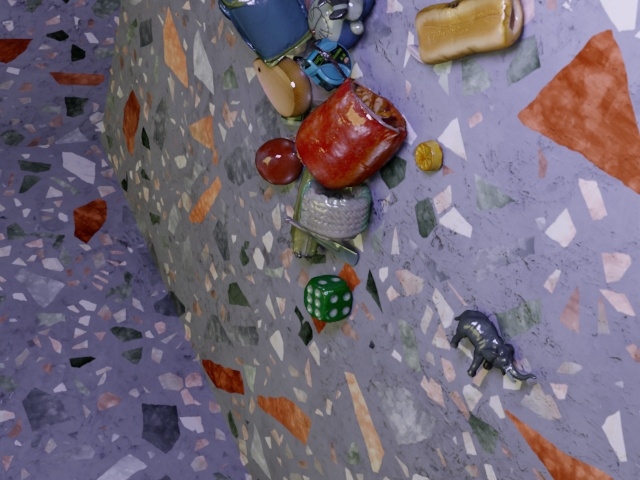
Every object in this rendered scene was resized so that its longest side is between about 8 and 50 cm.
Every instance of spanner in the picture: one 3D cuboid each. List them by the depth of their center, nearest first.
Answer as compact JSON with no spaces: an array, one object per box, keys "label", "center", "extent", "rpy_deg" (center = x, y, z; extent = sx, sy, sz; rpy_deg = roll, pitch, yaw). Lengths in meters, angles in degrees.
[{"label":"spanner","center":[0.097,-0.720,1.801],"extent":[0.087,0.024,0.315],"rpy_deg":[31,87,18]}]

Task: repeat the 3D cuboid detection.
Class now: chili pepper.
[{"label":"chili pepper","center":[0.097,-0.314,1.952],"extent":[0.305,0.229,0.251],"rpy_deg":[-41,74,42]}]

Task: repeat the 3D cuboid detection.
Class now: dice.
[{"label":"dice","center":[0.025,0.194,2.284],"extent":[0.131,0.120,0.128],"rpy_deg":[28,122,48]}]

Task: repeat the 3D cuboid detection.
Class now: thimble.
[{"label":"thimble","center":[0.042,-0.098,2.074],"extent":[0.219,0.219,0.150],"rpy_deg":[40,132,44]}]

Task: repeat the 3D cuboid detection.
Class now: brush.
[{"label":"brush","center":[-0.083,-0.514,2.153],"extent":[0.266,0.166,0.174],"rpy_deg":[49,149,26]}]

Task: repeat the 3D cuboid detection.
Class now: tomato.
[{"label":"tomato","center":[-0.149,-0.278,2.373],"extent":[0.167,0.167,0.167],"rpy_deg":[24,119,52]}]

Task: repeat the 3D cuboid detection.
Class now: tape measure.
[{"label":"tape measure","center":[0.024,-0.498,1.926],"extent":[0.146,0.125,0.081],"rpy_deg":[44,154,-18]}]

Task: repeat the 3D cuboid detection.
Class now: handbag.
[{"label":"handbag","center":[-0.169,-0.697,2.050],"extent":[0.241,0.222,0.263],"rpy_deg":[53,-178,-42]}]

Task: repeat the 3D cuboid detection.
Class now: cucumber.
[{"label":"cucumber","center":[-0.029,-0.110,2.292],"extent":[0.145,0.105,0.325],"rpy_deg":[-103,20,-58]}]

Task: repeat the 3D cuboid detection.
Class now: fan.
[{"label":"fan","center":[0.000,0.000,2.232],"extent":[0.282,0.023,0.057],"rpy_deg":[29,130,13]}]

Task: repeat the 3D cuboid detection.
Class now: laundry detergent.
[{"label":"laundry detergent","center":[-0.080,-0.497,2.269],"extent":[0.099,0.070,0.225],"rpy_deg":[23,116,38]}]

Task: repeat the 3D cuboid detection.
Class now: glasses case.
[{"label":"glasses case","center":[0.259,-0.490,1.792],"extent":[0.083,0.032,0.021],"rpy_deg":[52,142,33]}]

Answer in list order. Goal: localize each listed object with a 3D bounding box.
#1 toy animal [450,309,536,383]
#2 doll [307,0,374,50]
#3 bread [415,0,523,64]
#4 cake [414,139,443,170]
[{"label":"toy animal","center":[0.428,0.288,1.738],"extent":[0.269,0.082,0.137],"rpy_deg":[52,140,35]},{"label":"doll","center":[0.050,-0.652,1.943],"extent":[0.228,0.154,0.258],"rpy_deg":[62,143,12]},{"label":"bread","center":[0.345,-0.500,1.604],"extent":[0.305,0.091,0.141],"rpy_deg":[9,115,55]},{"label":"cake","center":[0.290,-0.225,1.818],"extent":[0.084,0.044,0.084],"rpy_deg":[24,119,53]}]
